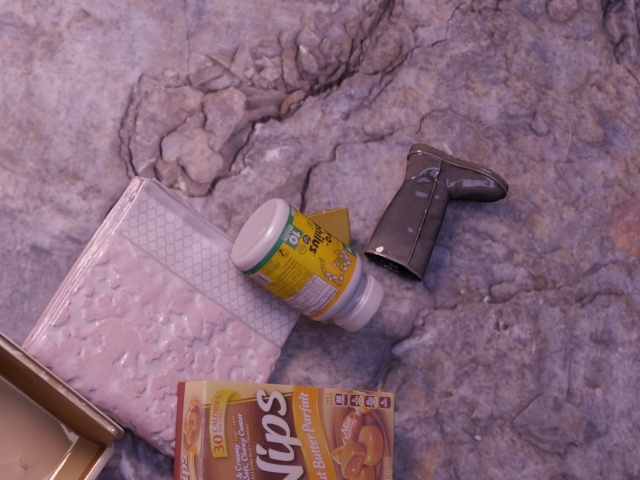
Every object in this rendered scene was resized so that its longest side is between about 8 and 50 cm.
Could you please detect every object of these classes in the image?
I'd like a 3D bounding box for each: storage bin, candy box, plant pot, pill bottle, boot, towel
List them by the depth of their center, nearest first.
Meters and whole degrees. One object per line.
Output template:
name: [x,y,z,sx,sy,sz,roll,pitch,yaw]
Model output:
storage bin: [-0.427,0.286,1.518,0.260,0.123,0.262,41,60,-14]
candy box: [-0.047,0.295,1.662,0.316,0.087,0.183,9,77,-33]
towel: [-0.203,0.120,1.672,0.332,0.053,0.317,38,64,-20]
pill bottle: [-0.014,0.041,1.704,0.208,0.117,0.118,36,67,-20]
plant pot: [0.000,0.000,1.802,0.081,0.081,0.083,-15,93,-23]
boot: [0.185,-0.032,1.881,0.189,0.076,0.208,19,63,0]

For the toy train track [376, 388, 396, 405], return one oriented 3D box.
toy train track: [0.093,0.266,1.804,0.048,0.014,0.083,-4,84,-29]
